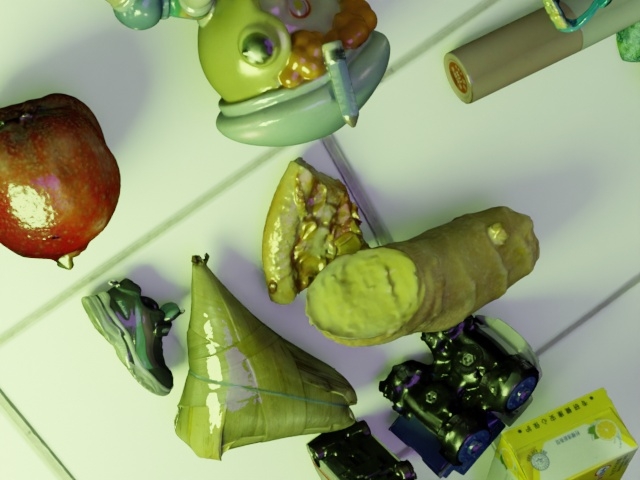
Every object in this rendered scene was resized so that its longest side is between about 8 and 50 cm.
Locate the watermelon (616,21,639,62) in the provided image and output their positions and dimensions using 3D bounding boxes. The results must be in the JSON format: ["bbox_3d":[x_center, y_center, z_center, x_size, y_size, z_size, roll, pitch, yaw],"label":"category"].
[{"bbox_3d":[0.428,-0.267,1.726,0.061,0.085,0.085,-31,128,-51],"label":"watermelon"}]

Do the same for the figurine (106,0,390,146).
[{"bbox_3d":[-0.116,-0.241,1.445,0.381,0.224,0.205,31,115,-11],"label":"figurine"}]

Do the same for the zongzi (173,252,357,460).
[{"bbox_3d":[-0.065,0.130,1.651,0.228,0.115,0.256,-6,101,-30],"label":"zongzi"}]

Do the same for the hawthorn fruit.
[{"bbox_3d":[-0.296,-0.058,1.429,0.169,0.169,0.188,-19,122,-16],"label":"hawthorn fruit"}]

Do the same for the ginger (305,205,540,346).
[{"bbox_3d":[0.127,0.051,1.659,0.354,0.126,0.190,-13,156,-37],"label":"ginger"}]

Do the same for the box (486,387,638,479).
[{"bbox_3d":[0.321,0.327,1.835,0.168,0.097,0.265,-21,150,-16],"label":"box"}]

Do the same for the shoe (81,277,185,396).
[{"bbox_3d":[-0.206,0.106,1.591,0.099,0.071,0.169,-40,121,-12],"label":"shoe"}]

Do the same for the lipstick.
[{"bbox_3d":[0.278,-0.252,1.653,0.254,0.070,0.070,-26,120,-12],"label":"lipstick"}]

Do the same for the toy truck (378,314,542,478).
[{"bbox_3d":[0.203,0.213,1.786,0.213,0.161,0.177,-49,141,1],"label":"toy truck"}]

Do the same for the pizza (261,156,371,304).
[{"bbox_3d":[0.000,0.000,1.641,0.161,0.062,0.182,12,104,-34],"label":"pizza"}]

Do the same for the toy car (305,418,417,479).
[{"bbox_3d":[0.061,0.316,1.715,0.089,0.209,0.108,-23,113,-16],"label":"toy car"}]

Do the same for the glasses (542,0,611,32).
[{"bbox_3d":[0.264,-0.381,1.586,0.206,0.102,0.239,16,90,5],"label":"glasses"}]
